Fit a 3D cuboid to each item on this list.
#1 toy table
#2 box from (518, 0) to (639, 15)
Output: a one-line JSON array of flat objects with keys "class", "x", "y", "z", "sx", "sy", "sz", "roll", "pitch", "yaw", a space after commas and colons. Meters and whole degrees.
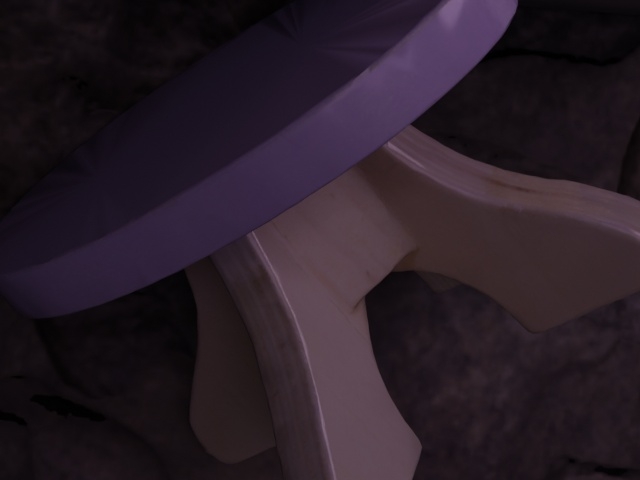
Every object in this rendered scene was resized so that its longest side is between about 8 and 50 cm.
[{"class": "toy table", "x": 0.000, "y": 0.000, "z": 0.626, "sx": 0.161, "sy": 0.274, "sz": 0.252, "roll": 51, "pitch": 46, "yaw": -19}, {"class": "box", "x": 0.055, "y": -0.231, "z": 0.658, "sx": 0.345, "sy": 0.168, "sz": 0.215, "roll": 2, "pitch": 89, "yaw": -14}]
